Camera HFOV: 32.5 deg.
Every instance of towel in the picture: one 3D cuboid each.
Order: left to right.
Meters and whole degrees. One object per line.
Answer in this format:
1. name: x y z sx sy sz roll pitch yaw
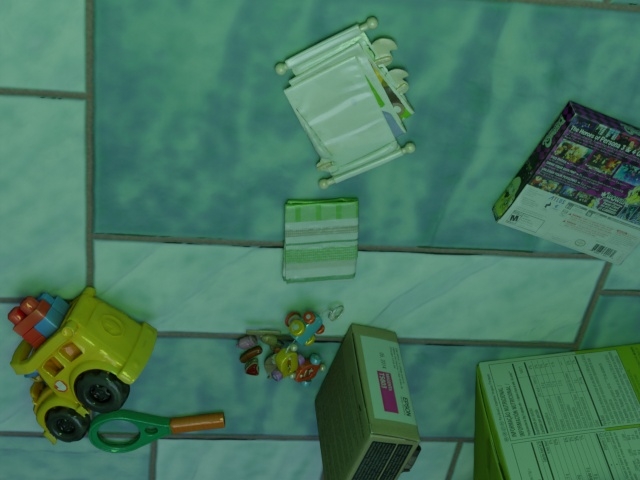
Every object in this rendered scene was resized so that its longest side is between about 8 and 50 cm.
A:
1. towel: 0.000 0.000 1.641 0.113 0.023 0.152 -3 128 -7

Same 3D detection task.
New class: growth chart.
1. growth chart: 0.043 -0.181 1.491 0.172 0.021 0.237 -18 129 8

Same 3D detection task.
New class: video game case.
1. video game case: 0.403 -0.077 1.608 0.232 0.041 0.210 17 126 -20

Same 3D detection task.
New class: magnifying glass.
1. magnifying glass: -0.278 0.317 1.869 0.231 0.026 0.092 -5 130 0

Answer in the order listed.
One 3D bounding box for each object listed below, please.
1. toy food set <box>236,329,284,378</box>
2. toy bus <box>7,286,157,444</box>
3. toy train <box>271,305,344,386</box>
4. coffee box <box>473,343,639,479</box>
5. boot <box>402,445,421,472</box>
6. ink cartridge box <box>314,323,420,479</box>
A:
1. toy food set: -0.099 0.179 1.777 0.078 0.019 0.122 3 135 -9
2. toy bus: -0.392 0.175 1.668 0.211 0.149 0.220 40 119 -18
3. toy train: -0.028 0.165 1.754 0.125 0.046 0.166 -13 133 -47
4. coffee box: 0.448 0.415 1.830 0.335 0.338 0.337 -7 129 -1
5. boot: 0.120 0.384 1.960 0.118 0.042 0.087 24 125 -24
6. ink cartridge box: 0.068 0.284 1.744 0.088 0.234 0.193 12 128 -17
